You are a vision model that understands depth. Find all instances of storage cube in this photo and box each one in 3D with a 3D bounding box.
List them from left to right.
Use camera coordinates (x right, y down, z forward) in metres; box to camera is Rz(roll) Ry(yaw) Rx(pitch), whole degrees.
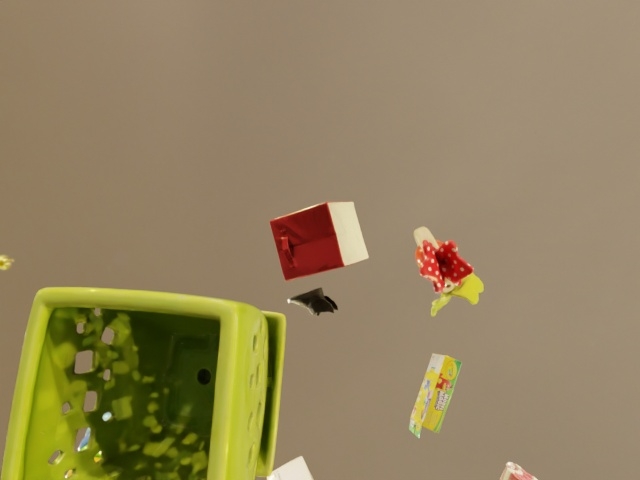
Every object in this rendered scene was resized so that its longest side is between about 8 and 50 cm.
[{"bbox_3d":[0.000,0.000,1.189,0.193,0.215,0.183,-16,-93,27],"label":"storage cube"}]

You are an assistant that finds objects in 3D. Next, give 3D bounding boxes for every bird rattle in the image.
[{"bbox_3d":[0.263,0.059,0.948,0.143,0.253,0.207,-33,-134,14],"label":"bird rattle"}]

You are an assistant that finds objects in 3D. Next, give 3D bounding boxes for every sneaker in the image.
[{"bbox_3d":[-0.029,0.207,1.323,0.170,0.051,0.089,-23,-95,32],"label":"sneaker"}]

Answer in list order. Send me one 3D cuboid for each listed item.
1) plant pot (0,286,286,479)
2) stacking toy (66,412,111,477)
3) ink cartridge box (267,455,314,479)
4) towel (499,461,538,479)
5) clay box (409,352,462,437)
[{"bbox_3d":[-0.161,0.172,0.459,0.227,0.207,0.228,2,-98,14],"label":"plant pot"},{"bbox_3d":[-0.414,0.429,0.772,0.141,0.330,0.141,-1,-75,-4],"label":"stacking toy"},{"bbox_3d":[-0.023,0.613,0.888,0.160,0.093,0.219,42,-26,61],"label":"ink cartridge box"},{"bbox_3d":[0.336,0.423,0.568,0.197,0.029,0.144,30,-53,46],"label":"towel"},{"bbox_3d":[0.310,0.426,1.123,0.053,0.127,0.222,22,-102,4],"label":"clay box"}]
